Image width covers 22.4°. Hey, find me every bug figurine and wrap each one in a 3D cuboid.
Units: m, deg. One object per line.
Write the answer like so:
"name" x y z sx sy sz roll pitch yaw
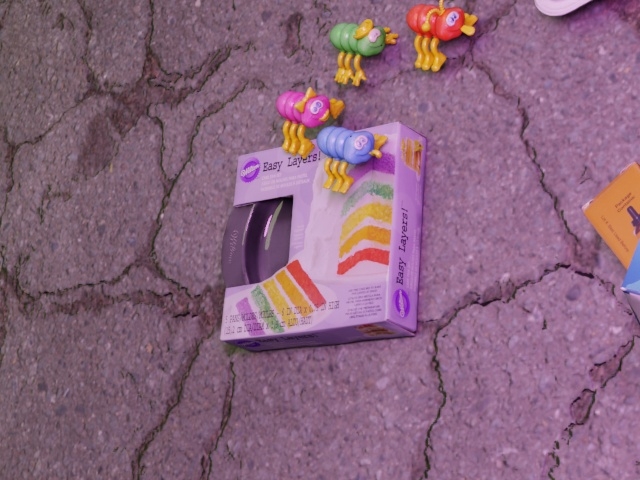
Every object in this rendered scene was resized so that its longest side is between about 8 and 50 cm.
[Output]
"bug figurine" 0.051 -0.187 1.882 0.216 0.072 0.279 12 60 50

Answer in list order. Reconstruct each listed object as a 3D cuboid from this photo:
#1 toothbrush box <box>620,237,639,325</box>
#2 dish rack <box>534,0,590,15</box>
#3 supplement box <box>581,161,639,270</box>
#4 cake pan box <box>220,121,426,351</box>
"toothbrush box" 0.430 -0.036 1.461 0.216 0.126 0.295 15 74 26
"dish rack" 0.337 -0.425 1.743 0.333 0.072 0.285 -27 48 36
"supplement box" 0.358 0.031 1.599 0.078 0.080 0.233 -44 53 18
"cake pan box" 0.000 0.000 1.921 0.267 0.070 0.246 -8 67 38
